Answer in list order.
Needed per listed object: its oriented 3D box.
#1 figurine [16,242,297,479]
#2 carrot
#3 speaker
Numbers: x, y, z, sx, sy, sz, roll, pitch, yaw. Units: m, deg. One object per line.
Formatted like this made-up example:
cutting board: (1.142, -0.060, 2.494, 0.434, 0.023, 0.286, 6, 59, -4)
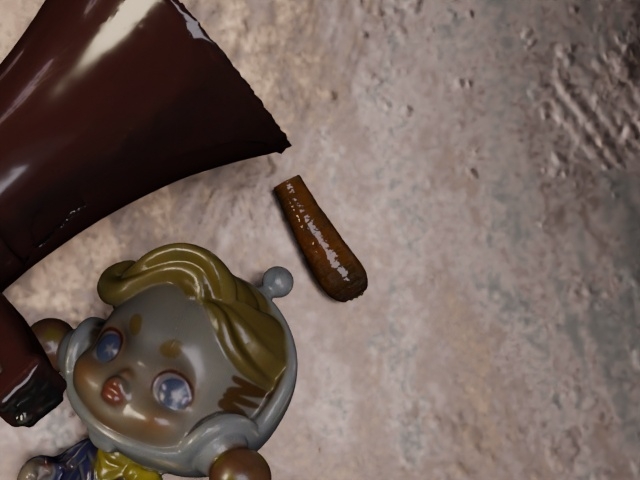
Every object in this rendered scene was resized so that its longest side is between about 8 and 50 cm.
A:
figurine: (-0.105, 0.140, 1.186, 0.194, 0.133, 0.274, 5, 83, 30)
carrot: (0.000, 0.000, 1.261, 0.032, 0.032, 0.093, -31, 89, -10)
speaker: (-0.167, -0.006, 1.142, 0.329, 0.198, 0.259, -46, 64, -5)
